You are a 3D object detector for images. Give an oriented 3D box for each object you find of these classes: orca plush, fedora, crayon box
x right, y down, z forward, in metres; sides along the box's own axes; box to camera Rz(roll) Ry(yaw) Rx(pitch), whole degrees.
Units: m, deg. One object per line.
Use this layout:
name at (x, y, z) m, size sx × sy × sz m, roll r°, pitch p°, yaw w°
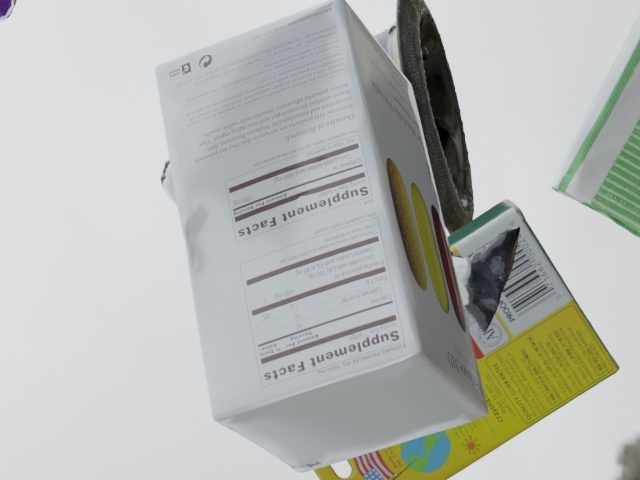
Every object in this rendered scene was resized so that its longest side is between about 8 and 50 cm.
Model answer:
orca plush at (0.022, -0.029, 1.526) m, size 0.102 × 0.287 × 0.151 m, roll -59°, pitch -29°, yaw -51°
fedora at (0.076, -0.138, 2.226) m, size 0.334 × 0.152 × 0.334 m, roll -14°, pitch -90°, yaw -78°
crayon box at (0.114, 0.127, 1.932) m, size 0.202 × 0.318 × 0.081 m, roll 57°, pitch -176°, yaw -7°

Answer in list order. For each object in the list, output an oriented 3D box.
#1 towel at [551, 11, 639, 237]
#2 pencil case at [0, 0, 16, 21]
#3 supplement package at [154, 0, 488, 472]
towel at (0.406, -0.079, 1.732) m, size 0.248 × 0.325 × 0.038 m, roll -64°, pitch -9°, yaw 8°
pencil case at (-0.158, -0.226, 1.054) m, size 0.236 × 0.104 × 0.104 m, roll -57°, pitch -29°, yaw -14°
supplement package at (0.000, 0.000, 1.179) m, size 0.139 × 0.134 × 0.244 m, roll 42°, pitch -147°, yaw -60°
